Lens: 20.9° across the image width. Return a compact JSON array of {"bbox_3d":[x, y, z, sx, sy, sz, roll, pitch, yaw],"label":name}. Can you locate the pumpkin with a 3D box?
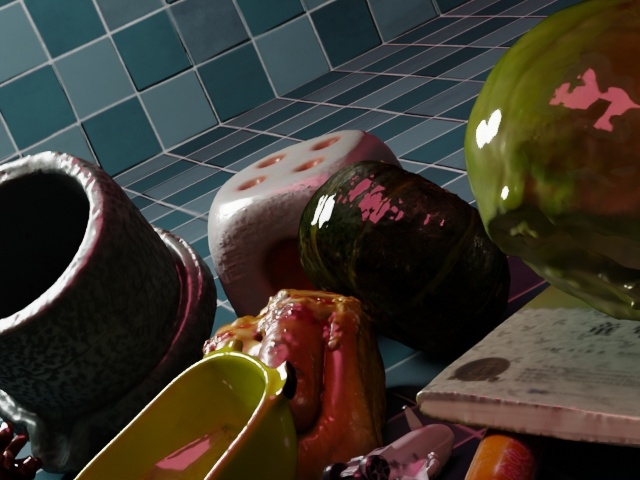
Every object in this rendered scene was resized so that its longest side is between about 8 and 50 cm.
[{"bbox_3d":[0.083,0.015,1.685,0.157,0.224,0.224,-55,23,-11],"label":"pumpkin"}]

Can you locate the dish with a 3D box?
[{"bbox_3d":[-0.102,0.215,1.404,0.262,0.108,0.221,-49,23,-13],"label":"dish"}]

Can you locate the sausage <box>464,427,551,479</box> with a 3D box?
[{"bbox_3d":[0.167,0.146,1.416,0.053,0.053,0.348,-17,16,23],"label":"sausage"}]

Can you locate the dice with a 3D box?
[{"bbox_3d":[0.000,0.000,1.906,0.193,0.194,0.192,-19,17,21],"label":"dice"}]

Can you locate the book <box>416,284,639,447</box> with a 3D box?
[{"bbox_3d":[0.265,0.072,1.437,0.239,0.035,0.352,2,24,37],"label":"book"}]

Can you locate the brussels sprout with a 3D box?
[{"bbox_3d":[0.279,-0.056,1.360,0.344,0.268,0.344,3,38,-2],"label":"brussels sprout"}]

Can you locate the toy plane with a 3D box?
[{"bbox_3d":[0.051,0.195,1.413,0.171,0.065,0.162,-42,12,-37],"label":"toy plane"}]

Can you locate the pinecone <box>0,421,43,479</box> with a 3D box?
[{"bbox_3d":[-0.352,0.243,1.633,0.208,0.207,0.208,-22,15,6],"label":"pinecone"}]

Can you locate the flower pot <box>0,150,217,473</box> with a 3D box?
[{"bbox_3d":[-0.265,0.094,1.851,0.299,0.283,0.299,-16,51,20],"label":"flower pot"}]

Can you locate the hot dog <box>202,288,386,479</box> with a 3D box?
[{"bbox_3d":[-0.019,0.124,1.575,0.150,0.153,0.256,-21,15,9],"label":"hot dog"}]
